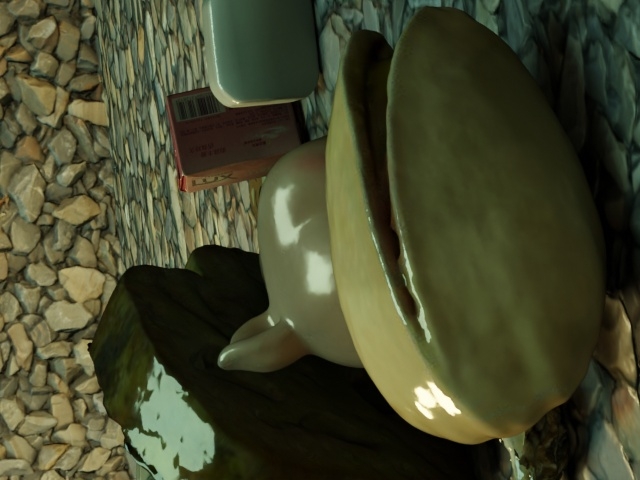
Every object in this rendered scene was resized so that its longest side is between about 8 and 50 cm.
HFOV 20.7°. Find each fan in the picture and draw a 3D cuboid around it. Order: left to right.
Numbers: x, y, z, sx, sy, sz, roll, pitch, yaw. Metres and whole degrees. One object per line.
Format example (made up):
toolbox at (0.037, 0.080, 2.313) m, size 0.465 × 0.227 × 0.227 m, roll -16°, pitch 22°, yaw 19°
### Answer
fan at (-0.062, -0.042, 2.218) m, size 0.226 × 0.008 × 0.152 m, roll 114°, pitch 145°, yaw -66°

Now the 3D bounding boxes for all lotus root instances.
lotus root at (-0.027, 0.151, 1.593) m, size 0.111 × 0.375 × 0.390 m, roll -55°, pitch -4°, yaw 20°

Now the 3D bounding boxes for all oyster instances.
oyster at (0.169, 0.160, 1.371) m, size 0.103 × 0.051 × 0.148 m, roll -88°, pitch 1°, yaw -54°

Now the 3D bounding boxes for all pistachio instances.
pistachio at (0.094, -0.013, 1.259) m, size 0.214 × 0.193 × 0.318 m, roll 1°, pitch -111°, yaw -60°

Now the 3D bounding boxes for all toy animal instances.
toy animal at (0.036, 0.007, 1.506) m, size 0.326 × 0.237 × 0.269 m, roll 107°, pitch 167°, yaw -64°

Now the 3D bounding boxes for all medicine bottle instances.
medicine bottle at (-0.068, -0.240, 1.921) m, size 0.069 × 0.119 × 0.183 m, roll -171°, pitch 75°, yaw -75°

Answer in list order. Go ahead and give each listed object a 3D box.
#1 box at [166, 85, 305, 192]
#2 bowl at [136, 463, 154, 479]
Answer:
box at (-0.098, -0.125, 2.037) m, size 0.060 × 0.156 × 0.111 m, roll 87°, pitch 171°, yaw -68°
bowl at (-0.095, 0.286, 1.896) m, size 0.337 × 0.157 × 0.337 m, roll 17°, pitch 121°, yaw 32°
